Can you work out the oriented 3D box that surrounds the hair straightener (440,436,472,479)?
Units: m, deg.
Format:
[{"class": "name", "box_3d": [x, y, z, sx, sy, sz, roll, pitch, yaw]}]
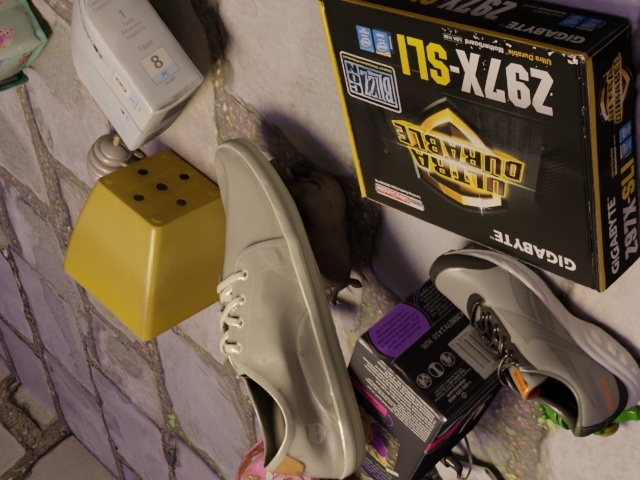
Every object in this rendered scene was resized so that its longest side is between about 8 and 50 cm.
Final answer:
[{"class": "hair straightener", "box_3d": [0.132, 0.250, 1.512, 0.230, 0.047, 0.089, 45, 144, 30]}]

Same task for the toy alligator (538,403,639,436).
[{"class": "toy alligator", "box_3d": [0.281, 0.194, 1.235, 0.189, 0.051, 0.056, 8, 129, 53]}]

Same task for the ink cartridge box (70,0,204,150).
[{"class": "ink cartridge box", "box_3d": [-0.321, -0.317, 1.433, 0.385, 0.091, 0.308, 53, 166, -6]}]

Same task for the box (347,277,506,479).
[{"class": "box", "box_3d": [0.126, 0.186, 1.334, 0.143, 0.165, 0.270, 44, 151, 18]}]

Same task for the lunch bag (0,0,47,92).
[{"class": "lunch bag", "box_3d": [-0.605, -0.312, 1.789, 0.160, 0.223, 0.262, 62, 151, -3]}]

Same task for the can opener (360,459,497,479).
[{"class": "can opener", "box_3d": [0.146, 0.355, 1.572, 0.283, 0.095, 0.076, 2, 124, 47]}]

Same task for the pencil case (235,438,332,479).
[{"class": "pencil case", "box_3d": [0.007, 0.504, 1.856, 0.386, 0.167, 0.160, 55, -165, -17]}]

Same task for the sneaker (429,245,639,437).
[{"class": "sneaker", "box_3d": [0.221, 0.105, 1.167, 0.271, 0.108, 0.100, 39, 151, 26]}]

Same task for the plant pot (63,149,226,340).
[{"class": "plant pot", "box_3d": [-0.253, -0.013, 1.651, 0.212, 0.212, 0.187, 36, 135, 27]}]

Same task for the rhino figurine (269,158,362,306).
[{"class": "rhino figurine", "box_3d": [0.000, 0.000, 1.410, 0.106, 0.073, 0.243, 31, 147, 40]}]

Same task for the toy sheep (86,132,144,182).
[{"class": "toy sheep", "box_3d": [-0.342, -0.132, 1.758, 0.091, 0.091, 0.132, 45, 137, 14]}]

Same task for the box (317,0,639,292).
[{"class": "box", "box_3d": [0.154, -0.116, 1.046, 0.322, 0.079, 0.257, 25, 140, 41]}]

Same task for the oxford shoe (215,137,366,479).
[{"class": "oxford shoe", "box_3d": [-0.069, 0.084, 1.313, 0.169, 0.130, 0.449, 129, 126, -70]}]
